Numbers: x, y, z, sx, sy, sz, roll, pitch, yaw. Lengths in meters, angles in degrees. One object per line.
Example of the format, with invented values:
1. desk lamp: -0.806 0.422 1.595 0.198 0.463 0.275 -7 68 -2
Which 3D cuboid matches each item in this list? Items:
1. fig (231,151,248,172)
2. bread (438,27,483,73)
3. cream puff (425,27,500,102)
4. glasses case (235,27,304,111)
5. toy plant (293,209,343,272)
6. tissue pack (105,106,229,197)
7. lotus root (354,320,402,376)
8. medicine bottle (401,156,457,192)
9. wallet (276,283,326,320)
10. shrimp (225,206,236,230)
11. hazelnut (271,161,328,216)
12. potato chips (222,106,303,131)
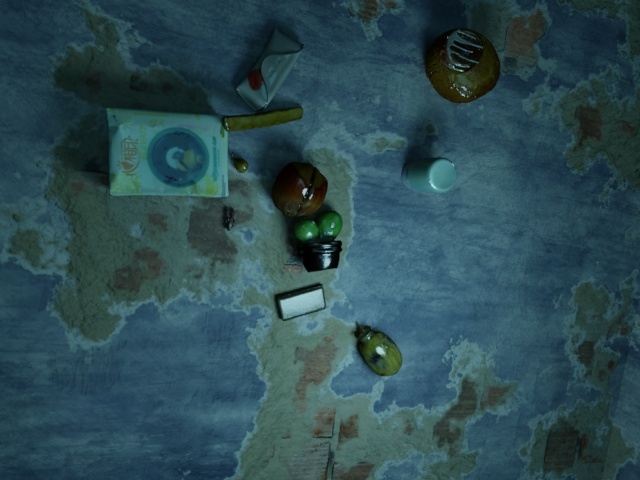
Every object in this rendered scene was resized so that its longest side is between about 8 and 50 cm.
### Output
1. fig: -0.302 -0.290 1.724 0.050 0.050 0.083 -41 99 -11
2. bread: 0.530 -0.714 1.760 0.160 0.073 0.161 0 90 -6
3. cream puff: 0.568 -0.708 1.909 0.302 0.212 0.303 -1 94 -12
4. glasses case: -0.180 -0.628 1.703 0.128 0.083 0.308 33 85 -22
5. toy plant: 0.000 0.000 1.815 0.218 0.175 0.235 -6 89 -37
6. tissue pack: -0.511 -0.291 1.584 0.387 0.162 0.288 -1 95 -21
7. lotus root: 0.242 0.462 1.982 0.154 0.154 0.278 -38 103 -12
8. medicine bottle: 0.438 -0.266 1.909 0.139 0.225 0.139 -3 98 -21
9. wallet: -0.075 0.251 1.890 0.197 0.031 0.110 -14 102 -19
10. shrimp: -0.335 -0.083 1.748 0.038 0.029 0.093 -4 95 -19
11. hazelnut: -0.076 -0.183 1.754 0.212 0.181 0.181 20 70 -32
12. potato chips: -0.212 -0.432 1.668 0.407 0.080 0.057 -26 116 -48
